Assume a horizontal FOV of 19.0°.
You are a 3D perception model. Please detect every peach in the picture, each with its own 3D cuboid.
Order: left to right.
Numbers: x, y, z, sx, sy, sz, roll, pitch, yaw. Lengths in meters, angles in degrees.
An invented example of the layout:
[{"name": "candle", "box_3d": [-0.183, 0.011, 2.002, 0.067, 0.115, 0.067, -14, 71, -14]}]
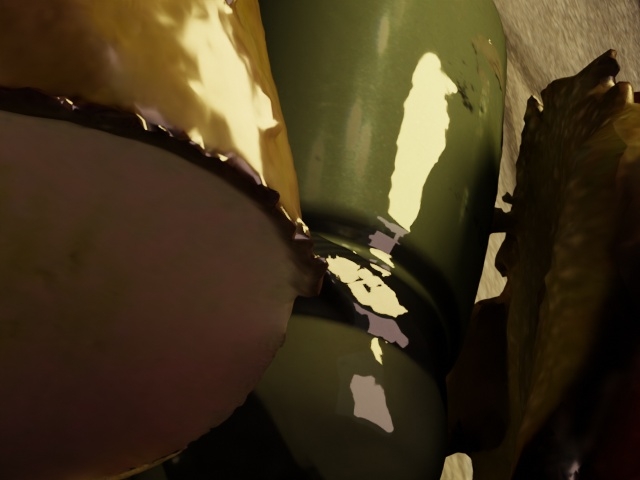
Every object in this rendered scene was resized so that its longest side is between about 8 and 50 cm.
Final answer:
[{"name": "peach", "box_3d": [0.176, 0.116, 0.910, 0.416, 0.353, 0.339, 51, 34, -42]}]

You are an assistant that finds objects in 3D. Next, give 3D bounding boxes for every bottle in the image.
[{"name": "bottle", "box_3d": [-0.001, -0.001, 0.888, 0.168, 0.168, 0.347, 55, 27, -32]}]

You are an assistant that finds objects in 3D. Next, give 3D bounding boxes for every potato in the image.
[{"name": "potato", "box_3d": [-0.122, -0.085, 0.589, 0.229, 0.229, 0.266, 45, 34, -48]}]
